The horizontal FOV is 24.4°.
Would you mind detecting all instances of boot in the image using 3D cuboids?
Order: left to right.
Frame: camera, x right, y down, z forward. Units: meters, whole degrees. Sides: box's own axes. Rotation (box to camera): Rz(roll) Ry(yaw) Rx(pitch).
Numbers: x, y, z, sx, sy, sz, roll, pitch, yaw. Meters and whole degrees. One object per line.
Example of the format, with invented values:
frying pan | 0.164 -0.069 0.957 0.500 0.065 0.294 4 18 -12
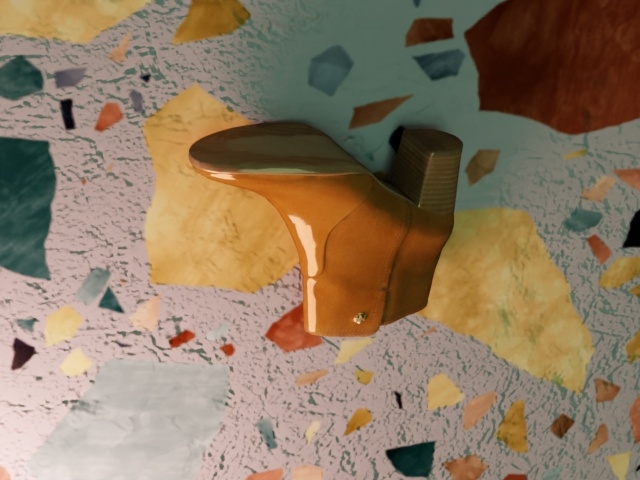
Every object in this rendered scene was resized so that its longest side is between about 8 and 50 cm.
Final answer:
boot | 0.000 -0.001 1.423 0.295 0.104 0.211 -2 120 -27
